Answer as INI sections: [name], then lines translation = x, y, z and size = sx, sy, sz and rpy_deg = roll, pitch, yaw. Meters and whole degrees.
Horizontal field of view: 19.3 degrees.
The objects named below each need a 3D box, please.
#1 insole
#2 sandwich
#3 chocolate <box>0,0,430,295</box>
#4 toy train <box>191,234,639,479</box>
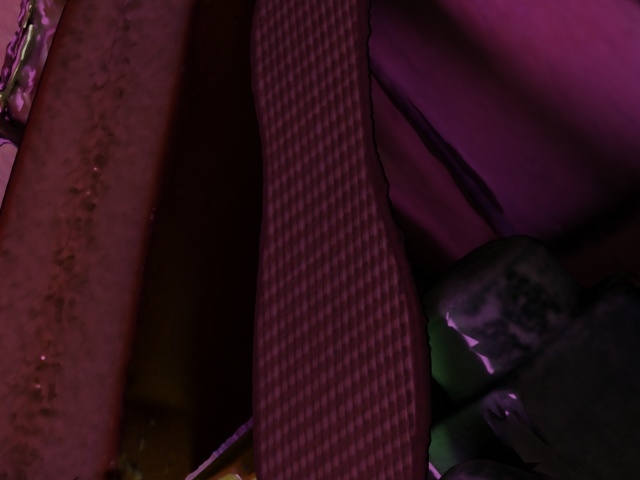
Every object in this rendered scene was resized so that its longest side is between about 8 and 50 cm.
[insole]
translation = 0.000, 0.000, 0.613
size = 0.005, 0.253, 0.086
rpy_deg = 21, 140, -35
[sandwich]
translation = -0.068, -0.003, 0.717
size = 0.094, 0.258, 0.096
rpy_deg = 1, 156, 28
[chocolate]
translation = -0.020, 0.003, 0.816
size = 0.329, 0.065, 0.102
rpy_deg = 40, 135, 22
[toy train]
translation = 0.133, 0.169, 0.630
size = 0.369, 0.150, 0.237
rpy_deg = 52, 148, -1
